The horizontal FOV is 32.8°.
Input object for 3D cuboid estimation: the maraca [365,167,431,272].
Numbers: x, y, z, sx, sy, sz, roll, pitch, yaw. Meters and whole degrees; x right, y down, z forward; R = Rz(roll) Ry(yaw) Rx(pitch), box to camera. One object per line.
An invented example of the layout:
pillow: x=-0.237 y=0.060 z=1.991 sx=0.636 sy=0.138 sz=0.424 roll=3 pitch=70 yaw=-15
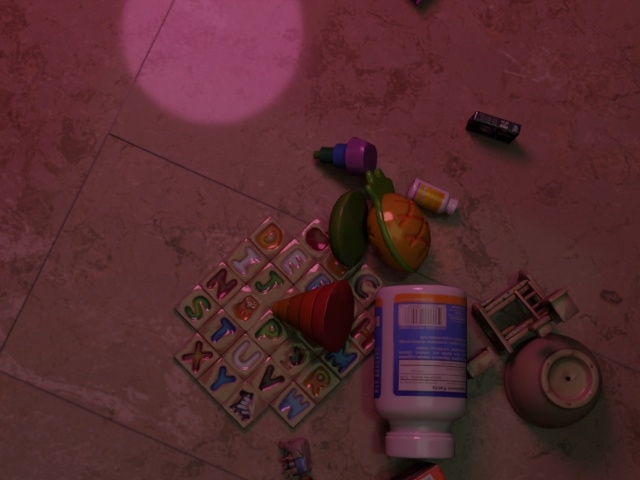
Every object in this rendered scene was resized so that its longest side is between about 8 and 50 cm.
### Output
maraca: x=0.123 y=-0.033 z=1.815 sx=0.099 sy=0.127 sz=0.186 roll=-23 pitch=90 yaw=22

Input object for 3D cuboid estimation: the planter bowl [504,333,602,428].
planter bowl: x=0.397 y=0.230 z=1.804 sx=0.162 sy=0.109 sz=0.162 roll=1 pitch=80 yaw=-5

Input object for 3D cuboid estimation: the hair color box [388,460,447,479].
hair color box: x=0.155 y=0.389 z=1.736 sx=0.072 sy=0.141 sz=0.043 roll=-30 pitch=84 yaw=-10

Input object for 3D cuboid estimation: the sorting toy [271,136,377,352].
sorting toy: x=0.000 y=0.000 z=1.812 sx=0.126 sy=0.127 sz=0.365 roll=4 pitch=76 yaw=25

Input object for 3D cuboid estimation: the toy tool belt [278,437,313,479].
toy tool belt: x=-0.041 y=0.365 z=1.774 sx=0.051 sy=0.052 sz=0.083 roll=-14 pitch=78 yaw=24

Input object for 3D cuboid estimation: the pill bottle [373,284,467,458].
pill bottle: x=0.162 y=0.213 z=1.762 sx=0.152 sy=0.152 sz=0.272 roll=2 pitch=81 yaw=-5

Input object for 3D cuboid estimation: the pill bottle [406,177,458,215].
pill bottle: x=0.192 y=-0.072 z=1.865 sx=0.083 sy=0.043 sz=0.043 roll=24 pitch=79 yaw=-1

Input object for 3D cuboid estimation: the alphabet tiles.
alphabet tiles: x=-0.064 y=0.134 z=1.823 sx=0.342 sy=0.011 sz=0.285 roll=-44 pitch=87 yaw=-11

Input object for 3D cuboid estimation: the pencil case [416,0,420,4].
pencil case: x=0.129 y=-0.485 z=1.916 sx=0.151 sy=0.064 sz=0.070 roll=34 pitch=63 yaw=1

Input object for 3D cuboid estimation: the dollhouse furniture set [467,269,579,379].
dollhouse furniture set: x=0.303 y=0.132 z=1.784 sx=0.182 sy=0.161 sz=0.101 roll=-34 pitch=85 yaw=-11

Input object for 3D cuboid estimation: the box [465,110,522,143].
box: x=0.299 y=-0.196 z=1.885 sx=0.083 sy=0.067 sz=0.018 roll=18 pitch=80 yaw=-3
